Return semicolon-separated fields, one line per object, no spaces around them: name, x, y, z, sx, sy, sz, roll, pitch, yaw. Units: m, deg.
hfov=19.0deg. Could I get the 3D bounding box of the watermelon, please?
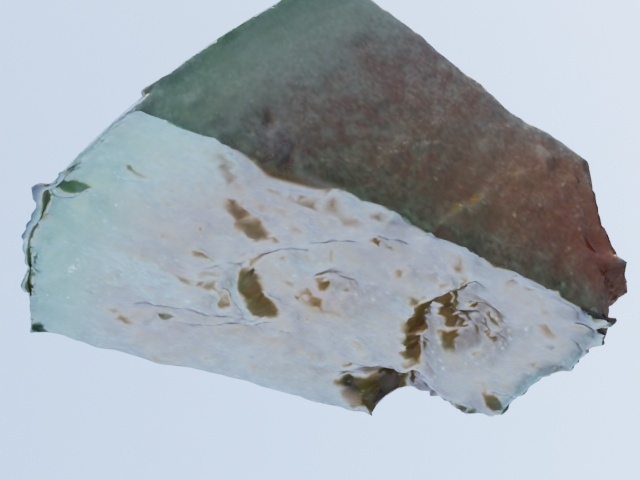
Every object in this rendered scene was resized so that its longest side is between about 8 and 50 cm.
watermelon;-0.003;-0.014;1.059;0.302;0.264;0.151;20;-122;-8
